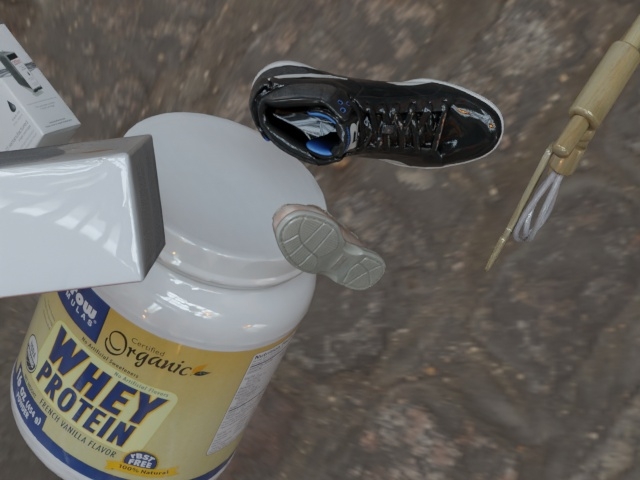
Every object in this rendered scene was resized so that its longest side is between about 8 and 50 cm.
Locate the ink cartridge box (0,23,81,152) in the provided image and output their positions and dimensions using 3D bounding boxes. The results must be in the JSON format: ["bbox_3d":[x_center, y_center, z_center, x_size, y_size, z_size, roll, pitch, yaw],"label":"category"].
[{"bbox_3d":[-0.313,-0.129,1.669,0.135,0.099,0.056,51,37,12],"label":"ink cartridge box"}]

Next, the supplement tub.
[{"bbox_3d":[-0.139,0.063,1.548,0.228,0.228,0.316,22,126,-6],"label":"supplement tub"}]

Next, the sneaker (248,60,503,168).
[{"bbox_3d":[0.045,-0.089,1.398,0.217,0.121,0.079,9,110,-1],"label":"sneaker"}]

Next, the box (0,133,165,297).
[{"bbox_3d":[-0.187,-0.020,1.228,0.130,0.170,0.091,-6,98,1],"label":"box"}]

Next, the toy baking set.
[{"bbox_3d":[0.231,-0.087,1.533,0.030,0.197,0.256,31,64,10],"label":"toy baking set"}]

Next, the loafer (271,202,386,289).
[{"bbox_3d":[0.000,0.000,1.237,0.045,0.125,0.039,-44,51,12],"label":"loafer"}]
